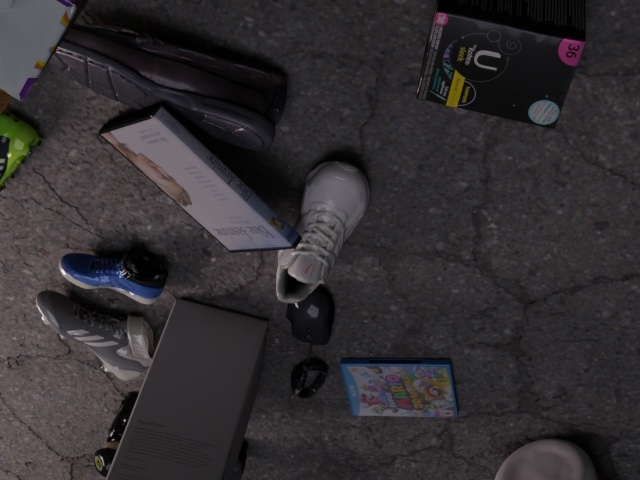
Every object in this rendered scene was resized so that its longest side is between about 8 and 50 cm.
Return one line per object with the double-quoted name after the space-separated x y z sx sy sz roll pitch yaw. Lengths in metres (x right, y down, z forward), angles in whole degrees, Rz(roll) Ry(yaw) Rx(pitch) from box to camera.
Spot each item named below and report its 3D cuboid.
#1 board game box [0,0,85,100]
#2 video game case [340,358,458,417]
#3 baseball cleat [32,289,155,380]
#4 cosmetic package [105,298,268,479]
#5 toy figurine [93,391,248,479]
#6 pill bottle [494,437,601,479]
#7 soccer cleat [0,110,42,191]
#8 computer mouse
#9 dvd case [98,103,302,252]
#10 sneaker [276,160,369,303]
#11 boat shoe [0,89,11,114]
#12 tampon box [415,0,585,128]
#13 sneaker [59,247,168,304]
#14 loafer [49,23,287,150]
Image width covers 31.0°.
-0.293 -0.300 1.190 0.142 0.275 0.144 31 131 -15 "board game box"
0.121 0.224 1.745 0.166 0.015 0.119 -1 131 15 "video game case"
-0.329 0.126 1.742 0.109 0.072 0.206 -34 122 20 "baseball cleat"
-0.194 0.287 1.638 0.155 0.365 0.197 14 136 3 "cosmetic package"
-0.236 0.354 1.858 0.209 0.148 0.213 -6 129 19 "toy figurine"
0.387 0.449 1.786 0.162 0.162 0.278 -15 126 25 "pill bottle"
-0.446 -0.106 1.559 0.072 0.060 0.179 41 122 -10 "soccer cleat"
-0.019 0.160 1.704 0.071 0.041 0.242 8 134 5 "computer mouse"
-0.157 -0.072 1.479 0.253 0.022 0.180 43 157 -23 "dvd case"
0.000 0.000 1.501 0.090 0.115 0.232 18 133 -4 "sneaker"
-0.468 -0.174 1.472 0.098 0.096 0.277 17 120 -33 "boat shoe"
0.199 -0.213 1.270 0.161 0.101 0.120 12 134 2 "tampon box"
-0.292 0.037 1.643 0.152 0.058 0.084 21 139 -12 "sneaker"
-0.186 -0.205 1.397 0.302 0.095 0.109 22 163 -1 "loafer"
